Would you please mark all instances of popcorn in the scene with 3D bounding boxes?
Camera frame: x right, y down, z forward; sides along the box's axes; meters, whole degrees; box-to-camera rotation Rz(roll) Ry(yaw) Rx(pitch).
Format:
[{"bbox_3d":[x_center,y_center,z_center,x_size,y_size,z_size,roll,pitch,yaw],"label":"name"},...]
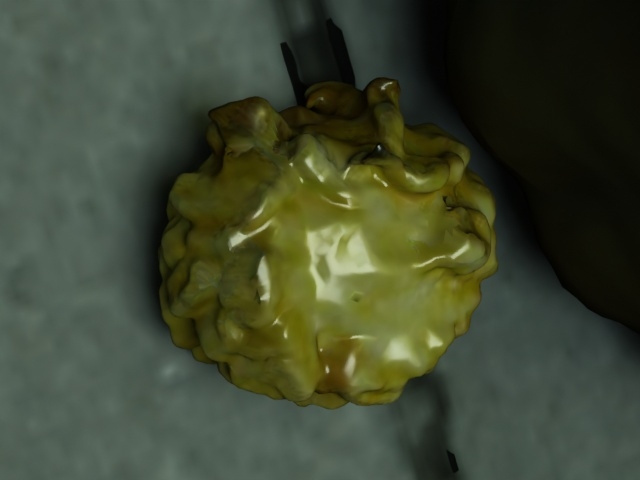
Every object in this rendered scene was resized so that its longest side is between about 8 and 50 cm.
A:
[{"bbox_3d":[0.000,0.000,0.430,0.082,0.057,0.083,-41,111,-11],"label":"popcorn"}]

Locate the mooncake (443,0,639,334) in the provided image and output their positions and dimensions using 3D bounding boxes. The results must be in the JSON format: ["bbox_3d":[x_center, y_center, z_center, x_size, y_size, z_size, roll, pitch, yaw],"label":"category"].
[{"bbox_3d":[0.161,-0.087,0.444,0.290,0.161,0.290,-1,91,-26],"label":"mooncake"}]
